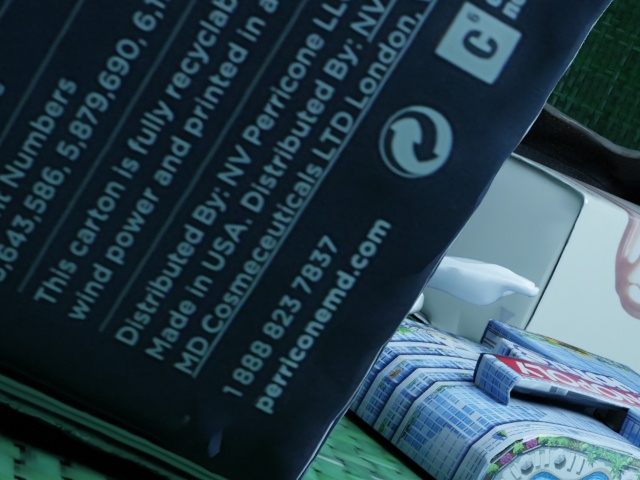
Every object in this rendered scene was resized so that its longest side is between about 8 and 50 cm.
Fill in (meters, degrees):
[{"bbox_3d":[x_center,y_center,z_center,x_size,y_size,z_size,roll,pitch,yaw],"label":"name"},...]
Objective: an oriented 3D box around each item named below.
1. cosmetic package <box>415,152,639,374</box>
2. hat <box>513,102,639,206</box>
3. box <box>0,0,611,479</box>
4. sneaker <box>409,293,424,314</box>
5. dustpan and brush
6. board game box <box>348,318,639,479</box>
[{"bbox_3d":[0.215,0.042,1.275,0.296,0.129,0.153,18,10,-37],"label":"cosmetic package"},{"bbox_3d":[0.126,-0.021,1.444,0.331,0.134,0.331,22,-12,5],"label":"hat"},{"bbox_3d":[-0.171,-0.208,0.703,0.472,0.297,0.480,26,16,-18],"label":"box"},{"bbox_3d":[0.000,0.000,1.155,0.152,0.061,0.054,26,5,5],"label":"sneaker"},{"bbox_3d":[0.009,0.017,0.932,0.211,0.060,0.147,19,4,27],"label":"dustpan and brush"},{"bbox_3d":[0.122,0.095,0.838,0.194,0.060,0.194,19,7,-35],"label":"board game box"}]
